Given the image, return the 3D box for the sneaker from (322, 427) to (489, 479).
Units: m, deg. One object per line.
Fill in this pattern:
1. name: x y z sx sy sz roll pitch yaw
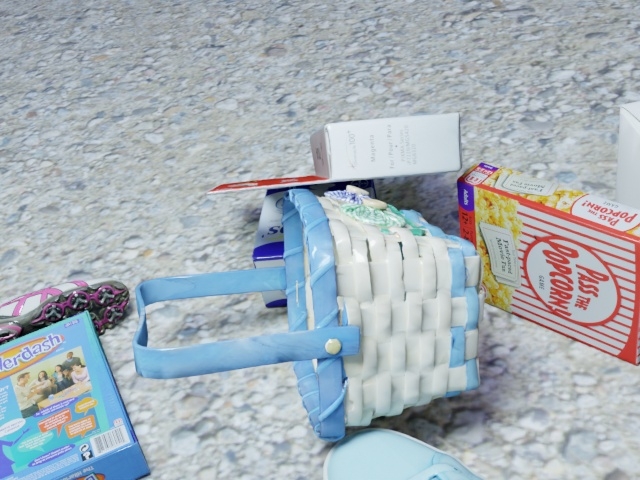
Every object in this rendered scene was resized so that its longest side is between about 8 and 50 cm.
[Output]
1. sneaker: 0.120 0.221 0.628 0.135 0.150 0.366 -29 40 -23

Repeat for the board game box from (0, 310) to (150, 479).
1. board game box: -0.270 0.171 0.879 0.160 0.047 0.210 -22 39 -13

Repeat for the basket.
1. basket: -0.020 0.057 0.813 0.288 0.201 0.255 -10 13 -10

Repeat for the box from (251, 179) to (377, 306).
1. box: 0.000 0.000 1.011 0.126 0.072 0.137 -5 38 9

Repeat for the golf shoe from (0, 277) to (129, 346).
1. golf shoe: -0.301 0.076 0.994 0.186 0.068 0.086 -20 37 -11

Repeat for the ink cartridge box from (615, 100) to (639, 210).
1. ink cartridge box: 0.425 -0.050 0.860 0.272 0.198 0.115 -13 37 -3

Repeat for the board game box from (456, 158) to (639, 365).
1. board game box: 0.224 0.018 0.868 0.193 0.147 0.045 22 48 37

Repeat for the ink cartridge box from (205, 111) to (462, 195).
1. ink cartridge box: 0.004 -0.090 0.966 0.238 0.060 0.275 -4 5 -3
